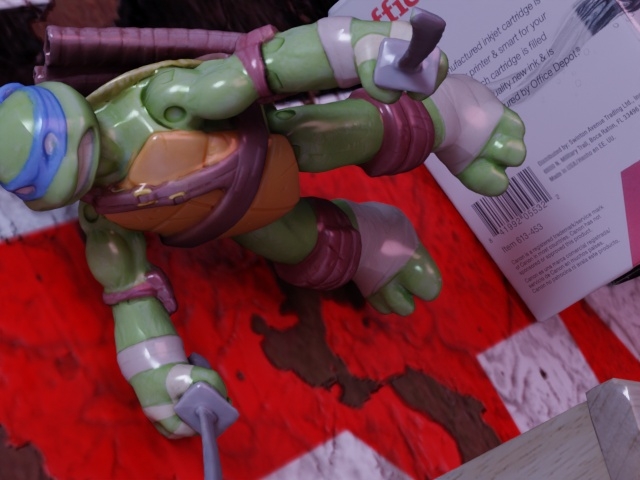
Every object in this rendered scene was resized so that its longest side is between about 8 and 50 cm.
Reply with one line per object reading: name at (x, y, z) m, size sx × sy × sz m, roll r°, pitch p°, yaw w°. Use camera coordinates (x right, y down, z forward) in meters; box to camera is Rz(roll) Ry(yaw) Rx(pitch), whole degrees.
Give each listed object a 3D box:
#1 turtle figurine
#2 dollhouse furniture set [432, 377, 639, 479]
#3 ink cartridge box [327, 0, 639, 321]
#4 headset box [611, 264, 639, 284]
turtle figurine at (0.000, 0.000, 0.627) m, size 0.266 × 0.275 × 0.197 m, roll -2°, pitch 98°, yaw -50°
dollhouse furniture set at (0.117, 0.283, 0.481) m, size 0.362 × 0.256 × 0.394 m, roll 12°, pitch 55°, yaw -39°
ink cartridge box at (0.143, -0.097, 0.851) m, size 0.237 × 0.172 × 0.100 m, roll 54°, pitch 39°, yaw 1°
headset box at (0.271, -0.125, 1.032) m, size 0.283 × 0.131 × 0.246 m, roll -16°, pitch 74°, yaw -49°
